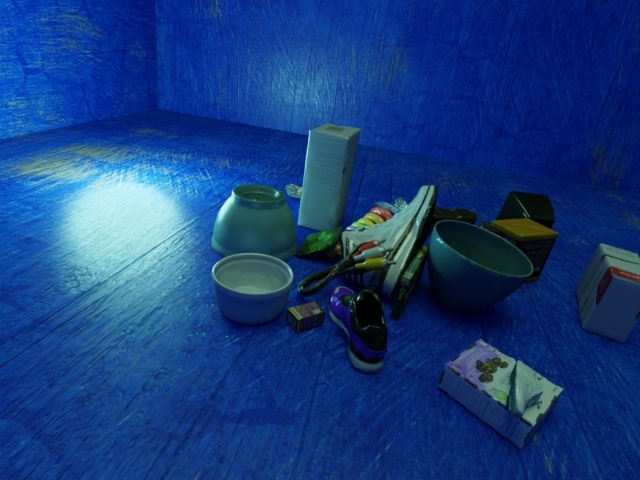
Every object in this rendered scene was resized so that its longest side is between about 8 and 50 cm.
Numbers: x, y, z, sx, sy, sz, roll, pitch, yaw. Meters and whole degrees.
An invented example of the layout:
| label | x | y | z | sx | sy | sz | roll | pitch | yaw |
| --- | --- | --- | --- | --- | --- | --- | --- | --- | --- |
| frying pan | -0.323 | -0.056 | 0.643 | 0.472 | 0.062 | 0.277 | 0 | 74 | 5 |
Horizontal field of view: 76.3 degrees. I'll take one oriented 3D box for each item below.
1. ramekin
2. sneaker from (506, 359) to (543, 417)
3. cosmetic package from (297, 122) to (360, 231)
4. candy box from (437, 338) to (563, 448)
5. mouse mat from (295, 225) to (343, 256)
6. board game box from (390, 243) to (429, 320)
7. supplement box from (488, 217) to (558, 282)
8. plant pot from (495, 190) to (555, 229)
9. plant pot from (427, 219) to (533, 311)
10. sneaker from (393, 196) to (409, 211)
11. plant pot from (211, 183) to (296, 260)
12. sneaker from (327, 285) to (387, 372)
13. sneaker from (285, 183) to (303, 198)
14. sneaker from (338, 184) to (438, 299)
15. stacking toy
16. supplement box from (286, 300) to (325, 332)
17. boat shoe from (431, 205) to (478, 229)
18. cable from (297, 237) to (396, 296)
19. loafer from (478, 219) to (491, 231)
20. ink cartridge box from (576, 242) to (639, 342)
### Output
| label | x | y | z | sx | sy | sz | roll | pitch | yaw |
| --- | --- | --- | --- | --- | --- | --- | --- | --- | --- |
| ramekin | -0.177 | 0.127 | 1.065 | 0.207 | 0.108 | 0.207 | 7 | 26 | -3 |
| sneaker | 0.405 | 0.294 | 0.799 | 0.061 | 0.053 | 0.152 | 23 | 30 | 22 |
| cosmetic package | 0.033 | -0.245 | 1.604 | 0.156 | 0.384 | 0.217 | 14 | 28 | 13 |
| candy box | 0.387 | 0.320 | 0.883 | 0.165 | 0.070 | 0.196 | -15 | 34 | -41 |
| mouse mat | 0.000 | 0.000 | 1.430 | 0.153 | 0.007 | 0.189 | -16 | 20 | 18 |
| board game box | 0.269 | 0.116 | 1.204 | 0.030 | 0.136 | 0.260 | 17 | 27 | 21 |
| supplement box | 0.686 | 0.039 | 1.433 | 0.192 | 0.194 | 0.129 | -4 | 28 | -26 |
| plant pot | 0.933 | -0.093 | 1.832 | 0.188 | 0.187 | 0.167 | 6 | 38 | -7 |
| plant pot | 0.437 | 0.095 | 1.210 | 0.291 | 0.195 | 0.290 | 15 | 28 | -8 |
| sneaker | 0.409 | -0.142 | 1.908 | 0.071 | 0.068 | 0.170 | 8 | 29 | -40 |
| plant pot | -0.216 | -0.075 | 1.381 | 0.293 | 0.196 | 0.293 | 7 | 24 | -3 |
| sneaker | 0.100 | 0.172 | 1.015 | 0.102 | 0.146 | 0.293 | 1 | 26 | -17 |
| sneaker | -0.090 | -0.222 | 1.916 | 0.161 | 0.057 | 0.075 | 23 | 12 | 30 |
| sneaker | 0.207 | -0.043 | 1.319 | 0.258 | 0.169 | 0.447 | 19 | 57 | 21 |
| stacking toy | 0.147 | -0.011 | 1.458 | 0.302 | 0.165 | 0.175 | -23 | 38 | -25 |
| supplement box | -0.038 | 0.195 | 1.044 | 0.083 | 0.043 | 0.055 | -10 | 30 | -32 |
| boat shoe | 0.518 | -0.081 | 1.750 | 0.308 | 0.104 | 0.110 | 8 | 34 | -6 |
| cable | 0.066 | 0.064 | 1.155 | 0.288 | 0.072 | 0.139 | -16 | 39 | 1 |
| loafer | 0.622 | 0.014 | 1.621 | 0.109 | 0.095 | 0.303 | 47 | 40 | 8 |
| ink cartridge box | 0.897 | 0.152 | 1.259 | 0.114 | 0.196 | 0.273 | 20 | 28 | 19 |
